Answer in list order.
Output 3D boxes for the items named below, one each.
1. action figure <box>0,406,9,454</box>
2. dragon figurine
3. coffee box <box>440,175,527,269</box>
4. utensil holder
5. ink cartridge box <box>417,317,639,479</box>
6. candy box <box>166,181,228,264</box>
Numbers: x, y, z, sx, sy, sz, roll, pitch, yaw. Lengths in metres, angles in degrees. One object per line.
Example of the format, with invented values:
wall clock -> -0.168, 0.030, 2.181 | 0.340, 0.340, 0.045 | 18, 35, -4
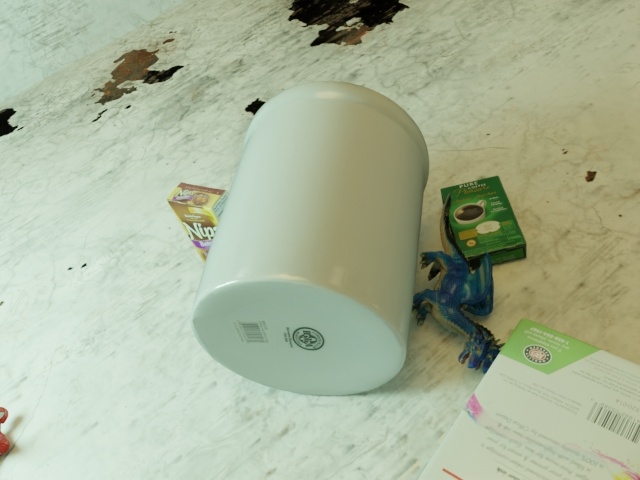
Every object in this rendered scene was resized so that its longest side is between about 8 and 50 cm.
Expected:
action figure -> -0.583, 0.366, 0.944 | 0.091, 0.139, 0.280 | 0, 45, 18
dragon figurine -> 0.229, 0.068, 0.961 | 0.144, 0.085, 0.289 | 5, 59, 25
coffee box -> 0.285, -0.034, 1.089 | 0.113, 0.040, 0.184 | -14, 44, 8
utensil holder -> 0.000, 0.000, 0.961 | 0.328, 0.327, 0.385 | -4, 48, 17
ink cartridge box -> 0.253, 0.286, 0.726 | 0.207, 0.119, 0.353 | 23, 57, 35
candy box -> -0.197, -0.019, 1.143 | 0.109, 0.186, 0.053 | 12, 51, 30
